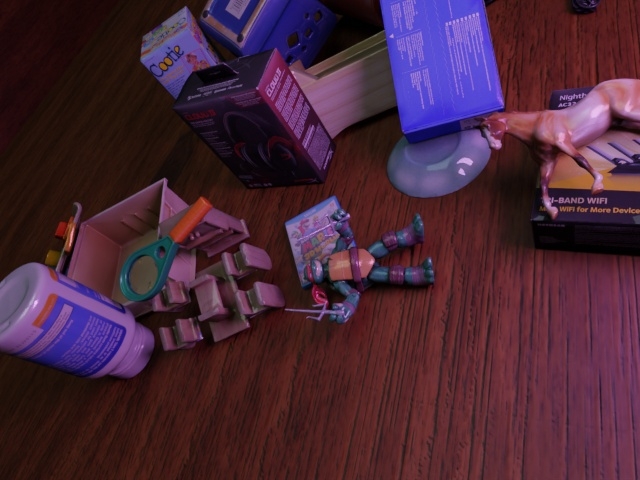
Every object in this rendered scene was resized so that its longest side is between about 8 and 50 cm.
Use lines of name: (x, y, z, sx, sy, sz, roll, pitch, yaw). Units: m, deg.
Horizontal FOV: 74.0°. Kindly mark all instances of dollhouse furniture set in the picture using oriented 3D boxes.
dollhouse furniture set: (-0.195, 0.069, 0.827, 0.212, 0.161, 0.242, -26, 71, 13)

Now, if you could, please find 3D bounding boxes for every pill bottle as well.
pill bottle: (-0.449, 0.167, 0.788, 0.152, 0.272, 0.152, -15, 52, 21)

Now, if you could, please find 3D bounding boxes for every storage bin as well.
storage bin: (-0.425, 0.037, 0.965, 0.262, 0.123, 0.260, -23, 50, 15)

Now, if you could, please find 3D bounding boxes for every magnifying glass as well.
magnifying glass: (-0.279, 0.015, 0.770, 0.092, 0.026, 0.231, 45, 98, 23)

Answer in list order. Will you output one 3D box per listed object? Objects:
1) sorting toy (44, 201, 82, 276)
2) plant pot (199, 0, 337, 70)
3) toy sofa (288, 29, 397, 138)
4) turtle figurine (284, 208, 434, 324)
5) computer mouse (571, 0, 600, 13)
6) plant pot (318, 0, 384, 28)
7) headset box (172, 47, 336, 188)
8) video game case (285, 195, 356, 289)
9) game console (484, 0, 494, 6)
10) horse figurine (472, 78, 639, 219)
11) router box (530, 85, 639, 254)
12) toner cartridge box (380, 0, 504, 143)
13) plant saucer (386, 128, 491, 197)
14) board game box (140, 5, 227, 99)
sorting toy: (-0.616, 0.026, 1.013, 0.347, 0.047, 0.196, -37, 47, 51)
plant pot: (-0.141, -0.546, 1.058, 0.236, 0.212, 0.236, 43, 107, 23)
toy sofa: (0.117, -0.372, 0.927, 0.362, 0.177, 0.150, -20, 26, 19)
turtle figurine: (0.053, 0.036, 0.679, 0.234, 0.118, 0.175, -11, 83, 7)
computer mouse: (0.598, -0.536, 0.792, 0.262, 0.060, 0.184, -23, 53, 31)
plant pot: (0.124, -0.662, 1.041, 0.272, 0.272, 0.265, -41, 55, 0)
headset box: (-0.132, -0.239, 0.864, 0.218, 0.293, 0.110, 0, 59, 30)
video game case: (0.000, 0.000, 0.807, 0.119, 0.015, 0.166, -29, 48, 12)
game console: (0.452, -0.671, 0.982, 0.361, 0.044, 0.213, -29, 50, 12)
horse figurine: (0.358, -0.142, 0.546, 0.263, 0.066, 0.174, -24, 56, 18)
router box: (0.460, -0.100, 0.555, 0.308, 0.081, 0.243, 4, 61, 33)
toner cartridge box: (0.200, -0.361, 0.740, 0.165, 0.075, 0.348, -10, 84, 19)
plant saucer: (0.210, -0.168, 0.783, 0.195, 0.037, 0.195, -16, 51, 21)
board game box: (-0.313, -0.426, 1.114, 0.144, 0.275, 0.142, -27, 49, 12)
